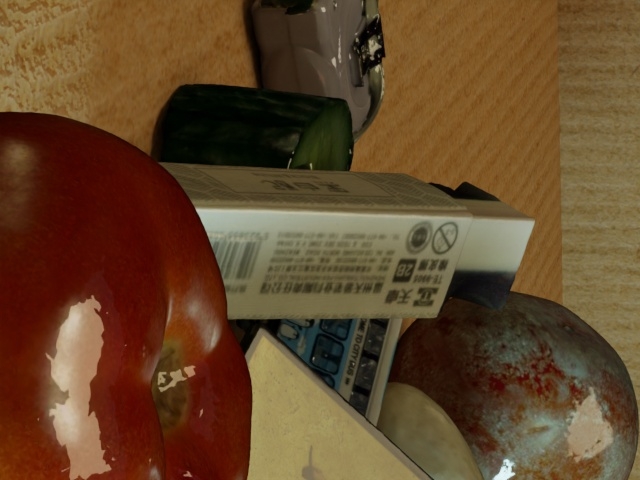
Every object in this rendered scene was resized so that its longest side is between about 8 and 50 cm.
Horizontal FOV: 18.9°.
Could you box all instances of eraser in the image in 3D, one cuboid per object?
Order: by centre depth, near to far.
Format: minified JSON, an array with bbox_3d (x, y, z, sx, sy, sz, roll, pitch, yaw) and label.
[{"bbox_3d":[0.000,0.000,1.502,0.404,0.096,0.098,1,113,-46],"label":"eraser"}]

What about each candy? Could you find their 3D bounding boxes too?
[{"bbox_3d":[0.083,0.291,1.952,0.295,0.185,0.295,180,-90,-78],"label":"candy"}]

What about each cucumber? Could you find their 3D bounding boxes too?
[{"bbox_3d":[-0.056,-0.044,1.625,0.191,0.130,0.191,9,90,-71],"label":"cucumber"}]

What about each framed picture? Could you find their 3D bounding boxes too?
[{"bbox_3d":[-0.001,0.264,1.565,0.338,0.014,0.255,45,59,-31],"label":"framed picture"}]

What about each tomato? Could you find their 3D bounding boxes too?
[{"bbox_3d":[-0.171,0.072,1.025,0.298,0.226,0.298,-3,90,-68],"label":"tomato"},{"bbox_3d":[0.221,0.212,2.271,0.282,0.316,0.316,-55,175,21],"label":"tomato"}]

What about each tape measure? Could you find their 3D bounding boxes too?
[{"bbox_3d":[0.008,-0.190,1.850,0.178,0.105,0.196,-72,157,-45],"label":"tape measure"}]

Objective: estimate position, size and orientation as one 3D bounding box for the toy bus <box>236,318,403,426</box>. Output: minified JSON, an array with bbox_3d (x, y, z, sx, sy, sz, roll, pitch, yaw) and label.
[{"bbox_3d":[-0.011,0.119,1.706,0.106,0.131,0.297,-48,-159,50],"label":"toy bus"}]
